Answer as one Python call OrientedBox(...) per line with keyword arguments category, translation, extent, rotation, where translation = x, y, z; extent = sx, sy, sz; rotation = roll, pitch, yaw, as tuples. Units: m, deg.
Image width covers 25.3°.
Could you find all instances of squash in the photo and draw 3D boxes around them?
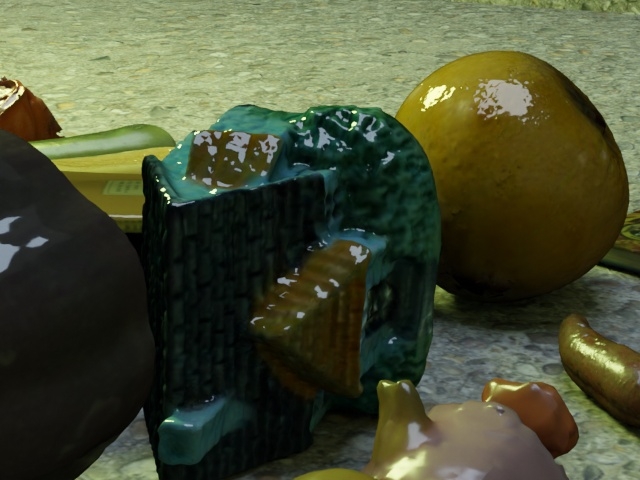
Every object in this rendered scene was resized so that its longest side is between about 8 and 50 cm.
OrientedBox(category="squash", translation=(-0.303, -0.100, 1.826), extent=(0.250, 0.083, 0.083), rotation=(-8, 20, -16))

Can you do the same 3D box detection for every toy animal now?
OrientedBox(category="toy animal", translation=(0.046, 0.186, 0.841), extent=(0.169, 0.195, 0.281), rotation=(-35, -11, 37))

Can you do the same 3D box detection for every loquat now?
OrientedBox(category="loquat", translation=(0.190, -0.066, 1.453), extent=(0.263, 0.263, 0.263), rotation=(1, 18, 0))

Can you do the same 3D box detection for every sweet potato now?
OrientedBox(category="sweet potato", translation=(0.268, 0.125, 1.196), extent=(0.078, 0.058, 0.255), rotation=(13, 12, -36))

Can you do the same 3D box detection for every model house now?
OrientedBox(category="model house", translation=(-0.045, 0.043, 1.095), extent=(0.225, 0.261, 0.241), rotation=(6, 18, 17))

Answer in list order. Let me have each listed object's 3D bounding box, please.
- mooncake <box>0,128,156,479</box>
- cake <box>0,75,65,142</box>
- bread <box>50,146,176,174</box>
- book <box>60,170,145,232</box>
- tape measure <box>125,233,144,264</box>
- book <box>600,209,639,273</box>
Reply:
OrientedBox(category="mooncake", translation=(-0.275, 0.062, 1.008), extent=(0.306, 0.306, 0.154), rotation=(12, 27, 29))
OrientedBox(category="cake", translation=(-0.468, -0.125, 1.849), extent=(0.287, 0.135, 0.098), rotation=(-24, 43, -35))
OrientedBox(category="bread", translation=(-0.225, -0.050, 1.633), extent=(0.217, 0.098, 0.147), rotation=(-7, 19, -30))
OrientedBox(category="book", translation=(-0.121, -0.036, 1.356), extent=(0.388, 0.032, 0.269), rotation=(2, 10, -4))
OrientedBox(category="tape measure", translation=(-0.225, 0.046, 1.297), extent=(0.271, 0.133, 0.231), rotation=(-12, 22, -42))
OrientedBox(category="book", translation=(0.539, 0.021, 1.550), extent=(0.428, 0.039, 0.300), rotation=(17, 24, 41))
